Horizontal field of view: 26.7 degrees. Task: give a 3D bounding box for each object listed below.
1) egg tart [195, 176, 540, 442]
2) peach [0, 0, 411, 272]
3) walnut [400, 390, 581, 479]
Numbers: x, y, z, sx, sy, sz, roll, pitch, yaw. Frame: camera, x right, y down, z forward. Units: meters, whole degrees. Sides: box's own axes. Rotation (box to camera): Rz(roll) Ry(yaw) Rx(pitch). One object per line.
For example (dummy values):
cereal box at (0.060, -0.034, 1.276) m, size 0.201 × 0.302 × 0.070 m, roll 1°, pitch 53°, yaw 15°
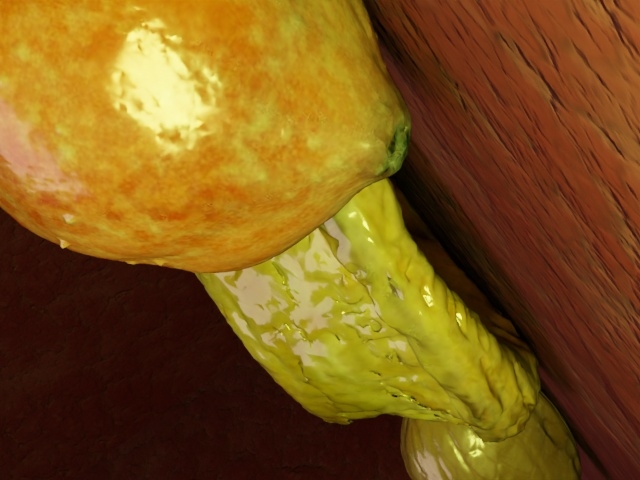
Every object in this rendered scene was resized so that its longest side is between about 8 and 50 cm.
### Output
egg tart at (0.000, 0.000, 1.088) m, size 0.443 × 0.178 × 0.443 m, roll 54°, pitch -178°, yaw -3°
peach at (-0.060, -0.084, 0.615) m, size 0.232 × 0.232 × 0.232 m, roll 54°, pitch -179°, yaw -1°
walnut at (0.165, 0.208, 1.315) m, size 0.207 × 0.167 × 0.167 m, roll 55°, pitch 180°, yaw -11°
